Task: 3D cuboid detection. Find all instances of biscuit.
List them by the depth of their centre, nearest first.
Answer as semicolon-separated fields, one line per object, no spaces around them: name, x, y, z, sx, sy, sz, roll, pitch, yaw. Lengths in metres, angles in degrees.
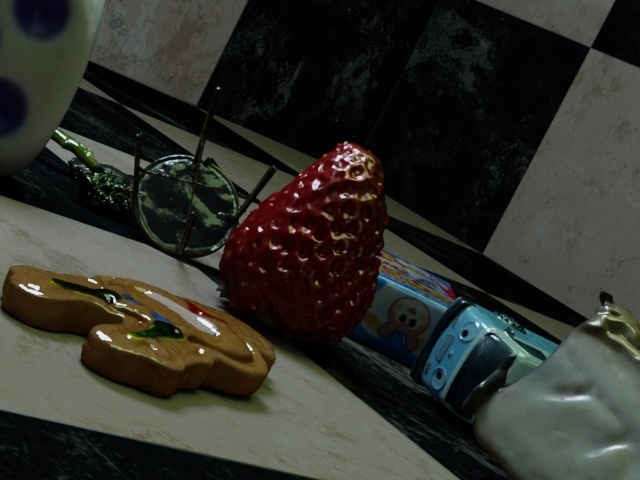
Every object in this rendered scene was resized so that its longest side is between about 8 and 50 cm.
biscuit;-0.151;0.084;1.385;0.202;0.047;0.334;30;7;27

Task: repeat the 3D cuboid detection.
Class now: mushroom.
mushroom;0.391;0.273;1.526;0.397;0.224;0.313;43;1;41

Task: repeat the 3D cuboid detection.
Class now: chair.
chair;-0.166;-0.051;1.916;0.160;0.170;0.326;54;-24;9

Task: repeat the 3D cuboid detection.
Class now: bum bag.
bum bag;-0.313;-0.094;2.129;0.124;0.034;0.058;22;22;-30

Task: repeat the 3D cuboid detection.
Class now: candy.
candy;0.111;0.093;2.086;0.157;0.100;0.306;27;8;-2

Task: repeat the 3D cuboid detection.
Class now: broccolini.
broccolini;-0.336;-0.103;2.002;0.271;0.062;0.123;39;-3;35

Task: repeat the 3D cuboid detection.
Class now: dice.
dice;-0.461;-0.278;1.802;0.304;0.304;0.277;22;8;-31

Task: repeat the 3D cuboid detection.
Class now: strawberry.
strawberry;0.000;0.000;1.745;0.205;0.244;0.205;29;6;-4

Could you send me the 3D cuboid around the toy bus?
toy bus;0.265;0.191;1.803;0.271;0.133;0.165;26;11;-30
